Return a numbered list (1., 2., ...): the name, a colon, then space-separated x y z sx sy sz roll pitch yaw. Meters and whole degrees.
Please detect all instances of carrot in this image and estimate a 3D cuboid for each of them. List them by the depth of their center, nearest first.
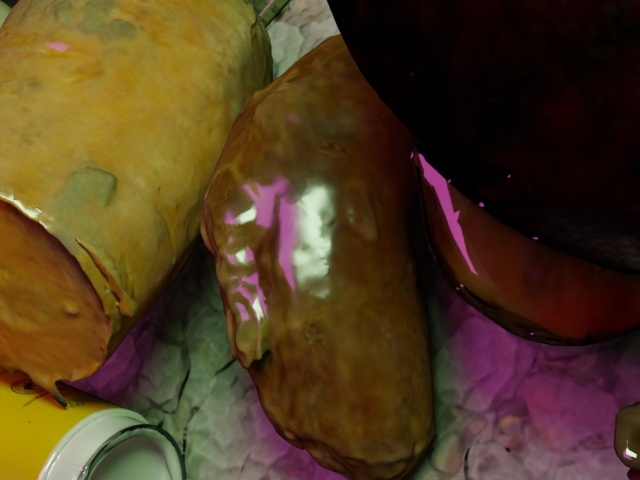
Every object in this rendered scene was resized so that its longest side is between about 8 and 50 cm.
1. carrot: -0.168 -0.075 0.858 0.224 0.224 0.341 -10 35 34

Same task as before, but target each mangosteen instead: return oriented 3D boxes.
1. mangosteen: 0.164 -0.150 0.552 0.421 0.381 0.381 -43 41 51

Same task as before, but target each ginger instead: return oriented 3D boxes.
1. ginger: 0.000 0.000 0.780 0.165 0.172 0.321 130 148 -66

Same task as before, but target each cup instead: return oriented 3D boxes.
1. cup: -0.251 0.176 0.873 0.279 0.196 0.196 9 74 31

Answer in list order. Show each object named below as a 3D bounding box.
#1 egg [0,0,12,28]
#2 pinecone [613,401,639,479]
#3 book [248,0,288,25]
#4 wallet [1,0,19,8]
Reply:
1. egg: -0.355 -0.148 1.109 0.186 0.186 0.242 -45 56 10
2. pinecone: 0.209 0.159 0.477 0.292 0.246 0.246 -58 40 37
3. book: -0.106 -0.223 1.067 0.228 0.024 0.160 -47 50 8
4. wallet: -0.292 -0.301 1.246 0.285 0.030 0.146 27 80 44
